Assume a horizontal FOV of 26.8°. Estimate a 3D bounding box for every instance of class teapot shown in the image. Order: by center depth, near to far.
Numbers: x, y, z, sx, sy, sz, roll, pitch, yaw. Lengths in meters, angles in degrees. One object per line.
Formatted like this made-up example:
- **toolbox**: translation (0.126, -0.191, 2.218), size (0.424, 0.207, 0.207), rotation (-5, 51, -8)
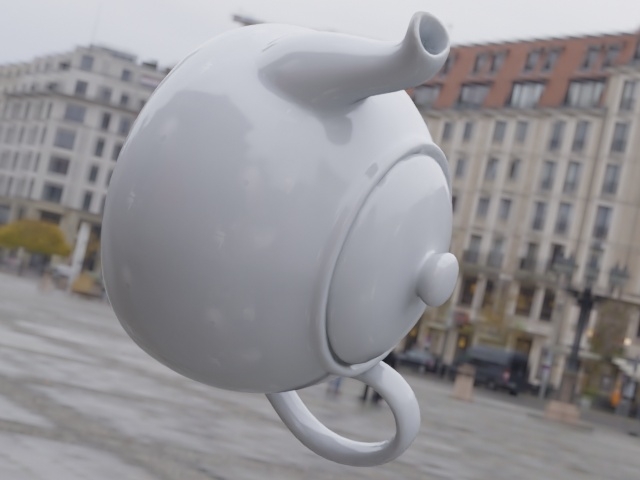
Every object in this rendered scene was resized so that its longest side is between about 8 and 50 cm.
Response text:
- **teapot**: translation (0.000, 0.000, 0.840), size (0.187, 0.252, 0.256), rotation (23, -5, 26)
